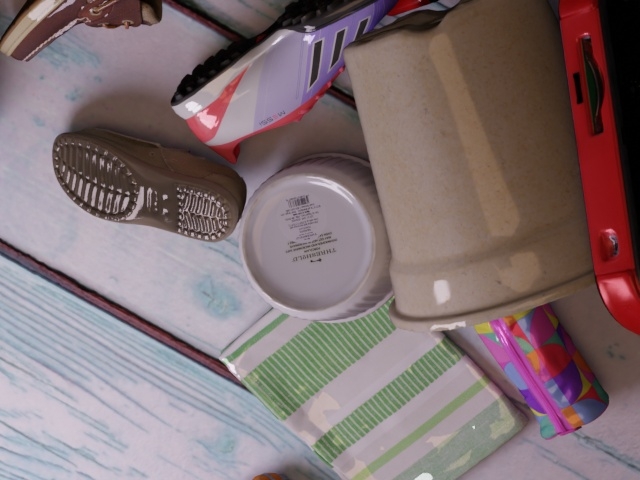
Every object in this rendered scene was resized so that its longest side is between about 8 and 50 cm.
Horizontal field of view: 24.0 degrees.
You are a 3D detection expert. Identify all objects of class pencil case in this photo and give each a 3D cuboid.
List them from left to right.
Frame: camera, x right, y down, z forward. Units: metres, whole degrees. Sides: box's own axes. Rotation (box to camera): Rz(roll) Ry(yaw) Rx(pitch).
[{"bbox_3d":[0.249,0.127,1.806,0.104,0.104,0.236,-33,101,19],"label":"pencil case"}]

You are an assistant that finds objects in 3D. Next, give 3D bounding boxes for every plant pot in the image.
[{"bbox_3d":[0.176,-0.108,1.624,0.334,0.334,0.305,-19,100,16],"label":"plant pot"}]

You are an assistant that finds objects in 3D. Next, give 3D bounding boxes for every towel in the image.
[{"bbox_3d":[0.062,0.189,1.894,0.248,0.038,0.325,-42,97,19],"label":"towel"}]

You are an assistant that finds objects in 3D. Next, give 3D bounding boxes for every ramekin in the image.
[{"bbox_3d":[0.000,0.000,1.775,0.207,0.109,0.207,1,94,17],"label":"ramekin"}]

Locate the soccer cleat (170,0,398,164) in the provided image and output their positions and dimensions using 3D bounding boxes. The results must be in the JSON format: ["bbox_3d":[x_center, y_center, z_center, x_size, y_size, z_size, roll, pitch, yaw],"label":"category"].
[{"bbox_3d":[-0.023,-0.206,1.745,0.318,0.108,0.116,-30,112,21],"label":"soccer cleat"}]

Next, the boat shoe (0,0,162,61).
[{"bbox_3d":[-0.232,-0.292,1.738,0.342,0.123,0.123,-34,113,26],"label":"boat shoe"}]

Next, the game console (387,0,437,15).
[{"bbox_3d":[0.111,-0.346,1.715,0.124,0.085,0.144,-11,108,46],"label":"game console"}]

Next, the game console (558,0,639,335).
[{"bbox_3d":[0.400,-0.102,1.554,0.060,0.342,0.386,-13,81,53],"label":"game console"}]

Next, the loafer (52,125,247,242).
[{"bbox_3d":[-0.205,-0.070,1.829,0.269,0.092,0.102,21,118,20],"label":"loafer"}]

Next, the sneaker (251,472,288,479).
[{"bbox_3d":[-0.034,0.468,1.974,0.180,0.124,0.321,-40,87,24],"label":"sneaker"}]
